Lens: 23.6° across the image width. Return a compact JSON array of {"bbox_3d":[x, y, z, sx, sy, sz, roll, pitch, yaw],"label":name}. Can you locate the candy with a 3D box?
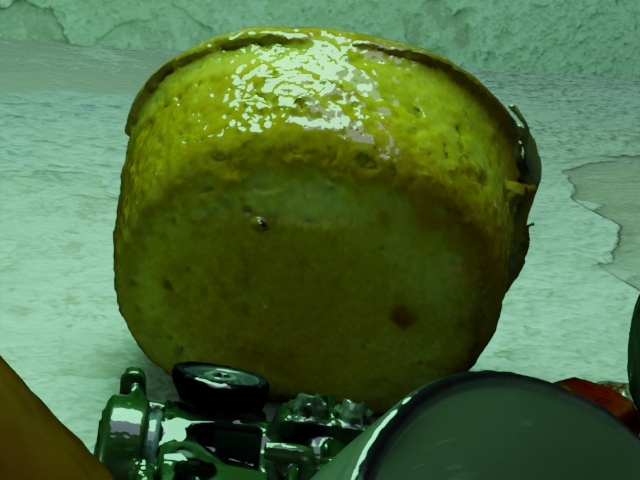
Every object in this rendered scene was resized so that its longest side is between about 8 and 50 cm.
[{"bbox_3d":[0.187,0.159,1.229,0.086,0.059,0.292,25,27,35],"label":"candy"}]

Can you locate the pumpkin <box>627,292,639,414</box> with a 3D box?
[{"bbox_3d":[0.390,0.111,1.219,0.300,0.207,0.300,10,35,-7],"label":"pumpkin"}]

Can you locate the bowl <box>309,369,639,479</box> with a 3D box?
[{"bbox_3d":[0.065,0.251,0.637,0.185,0.354,0.354,-34,-5,33],"label":"bowl"}]

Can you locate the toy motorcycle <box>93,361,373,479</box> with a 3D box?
[{"bbox_3d":[-0.055,0.165,1.032,0.205,0.127,0.275,8,16,-5],"label":"toy motorcycle"}]

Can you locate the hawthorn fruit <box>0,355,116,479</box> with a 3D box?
[{"bbox_3d":[-0.291,0.175,0.509,0.472,0.471,0.472,6,19,-2],"label":"hawthorn fruit"}]

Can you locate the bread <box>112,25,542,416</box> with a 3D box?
[{"bbox_3d":[0.003,0.000,1.279,0.358,0.336,0.204,5,43,1],"label":"bread"}]
